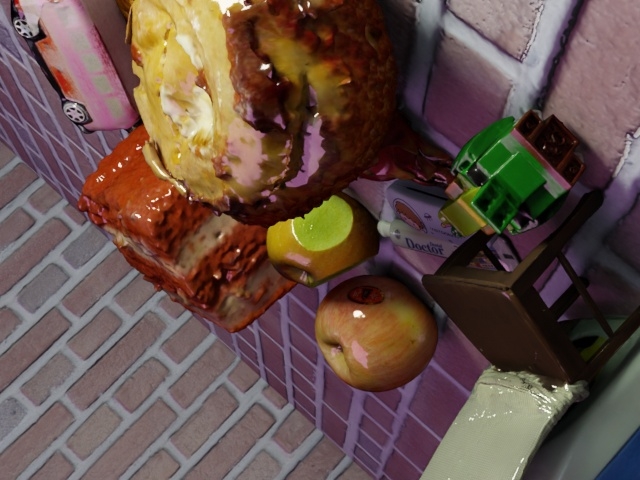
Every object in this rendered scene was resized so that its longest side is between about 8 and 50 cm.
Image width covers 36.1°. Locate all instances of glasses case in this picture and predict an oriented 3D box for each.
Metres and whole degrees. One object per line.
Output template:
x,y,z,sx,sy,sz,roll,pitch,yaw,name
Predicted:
0.149,-0.034,1.226,0.178,0.045,0.067,23,152,51,glasses case

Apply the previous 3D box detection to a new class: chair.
0.187,0.112,1.010,0.186,0.319,0.160,51,162,-20,chair

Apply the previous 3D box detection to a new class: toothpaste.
0.162,0.001,1.303,0.255,0.037,0.067,15,142,51,toothpaste

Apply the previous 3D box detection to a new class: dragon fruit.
0.092,-0.096,1.155,0.190,0.094,0.094,34,163,-3,dragon fruit

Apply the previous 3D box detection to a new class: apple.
0.090,0.146,1.594,0.209,0.164,0.209,44,155,27,apple
-0.001,0.002,1.483,0.163,0.147,0.146,39,163,13,apple

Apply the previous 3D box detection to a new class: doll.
0.177,-0.054,0.964,0.106,0.134,0.186,43,169,-2,doll

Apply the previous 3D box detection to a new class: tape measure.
0.291,0.200,1.107,0.138,0.259,0.262,50,167,-16,tape measure

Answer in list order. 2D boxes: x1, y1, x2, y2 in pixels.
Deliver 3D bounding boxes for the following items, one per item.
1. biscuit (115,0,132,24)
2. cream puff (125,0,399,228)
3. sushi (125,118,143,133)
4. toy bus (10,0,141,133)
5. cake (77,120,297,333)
-0.239,-0.318,1.473,0.212,0.036,0.212,40,162,16,biscuit
-0.050,-0.178,1.022,0.350,0.228,0.350,35,133,47,cream puff
-0.340,-0.213,1.930,0.083,0.056,0.085,19,149,41,sushi
-0.374,-0.306,1.575,0.147,0.127,0.303,2,139,23,toy bus
-0.185,-0.037,1.619,0.269,0.270,0.319,22,154,52,cake
